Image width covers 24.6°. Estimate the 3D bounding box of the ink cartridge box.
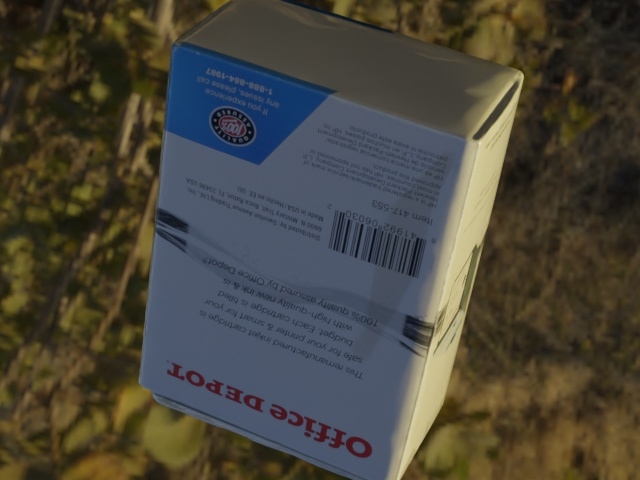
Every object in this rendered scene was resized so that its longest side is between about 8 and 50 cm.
[{"bbox_3d":[0.000,0.000,0.677,0.139,0.082,0.191,20,125,14],"label":"ink cartridge box"}]
